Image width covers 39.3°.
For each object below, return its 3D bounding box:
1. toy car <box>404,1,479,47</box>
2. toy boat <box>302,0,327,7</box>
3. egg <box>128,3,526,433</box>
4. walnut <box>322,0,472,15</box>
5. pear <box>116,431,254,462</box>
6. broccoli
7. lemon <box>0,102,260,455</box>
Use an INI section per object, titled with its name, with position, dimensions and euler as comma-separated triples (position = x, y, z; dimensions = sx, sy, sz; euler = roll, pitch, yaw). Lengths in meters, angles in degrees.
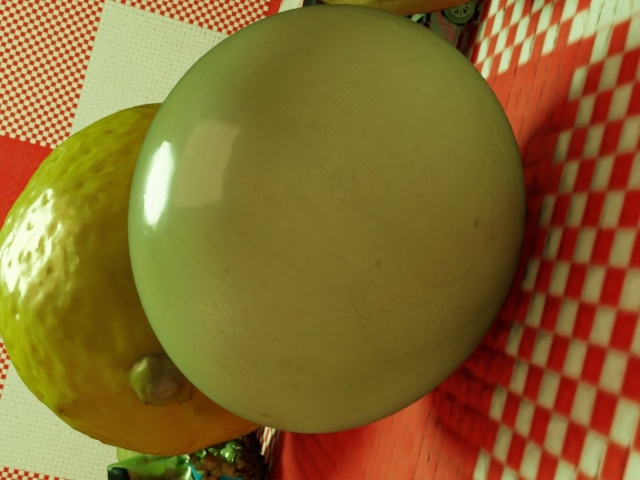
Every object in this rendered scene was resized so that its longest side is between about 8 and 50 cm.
[toy car]
position = 0.067, -0.123, 0.630
dimensions = 0.069, 0.055, 0.142
euler = -177, 101, -76
[toy boat]
position = 0.011, -0.247, 1.073
dimensions = 0.392, 0.080, 0.136
euler = 160, 122, -81
[egg]
position = 0.000, 0.000, 0.452
dimensions = 0.253, 0.189, 0.188
euler = 102, 176, -56
[walnut]
position = 0.045, -0.229, 0.514
dimensions = 0.226, 0.193, 0.193
euler = 14, 89, 51
[pear]
position = -0.155, 0.233, 1.050
dimensions = 0.137, 0.167, 0.167
euler = -13, 63, 65
[broccoli]
position = -0.131, 0.236, 0.904
dimensions = 0.154, 0.160, 0.167
euler = 18, 112, 63
[lemon]
position = -0.132, 0.028, 0.814
dimensions = 0.336, 0.336, 0.335
euler = -165, 90, -80
